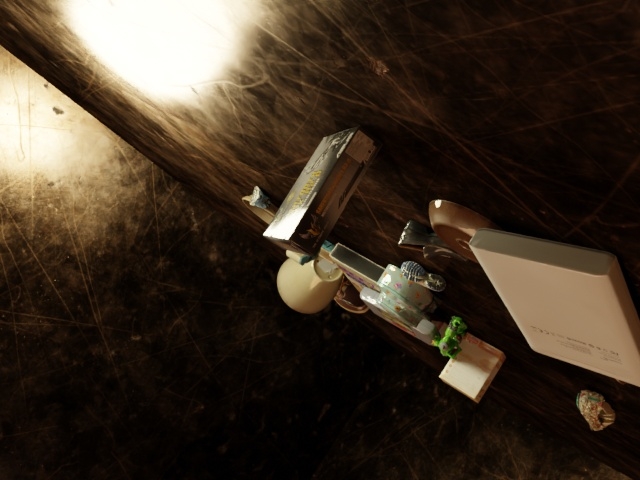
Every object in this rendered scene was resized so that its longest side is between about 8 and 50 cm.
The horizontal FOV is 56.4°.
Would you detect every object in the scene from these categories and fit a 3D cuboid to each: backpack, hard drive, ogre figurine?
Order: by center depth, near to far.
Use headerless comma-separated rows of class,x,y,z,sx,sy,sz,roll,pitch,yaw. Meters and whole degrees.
hard drive,0.421,0.119,1.024,0.233,0.047,0.353,15,154,47
backpack,0.247,0.158,1.748,0.165,0.144,0.188,35,170,35
ogre figurine,0.437,0.323,1.987,0.096,0.118,0.197,34,170,3

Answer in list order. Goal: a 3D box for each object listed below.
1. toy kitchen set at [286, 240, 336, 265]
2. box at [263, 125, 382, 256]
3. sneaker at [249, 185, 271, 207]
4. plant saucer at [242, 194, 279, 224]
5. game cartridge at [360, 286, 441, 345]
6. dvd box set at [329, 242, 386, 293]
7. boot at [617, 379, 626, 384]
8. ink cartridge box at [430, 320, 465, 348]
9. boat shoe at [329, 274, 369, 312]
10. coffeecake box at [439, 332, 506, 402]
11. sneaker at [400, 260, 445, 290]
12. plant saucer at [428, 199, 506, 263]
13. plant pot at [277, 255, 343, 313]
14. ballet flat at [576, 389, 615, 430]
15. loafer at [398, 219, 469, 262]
toy kitchen set,0.000,0.000,2.071,0.122,0.166,0.207,32,-153,19
box,-0.001,-0.087,1.067,0.056,0.231,0.183,34,173,-18
sneaker,-0.206,-0.147,2.100,0.073,0.064,0.162,20,178,-5
plant saucer,-0.179,-0.092,2.302,0.277,0.041,0.278,35,171,6
game cartridge,0.278,0.266,2.100,0.294,0.060,0.196,28,165,29
dvd box set,0.226,0.176,2.165,0.307,0.062,0.420,29,169,29
boot,0.571,0.223,1.193,0.158,0.059,0.084,49,168,-28
ink cartridge box,0.462,0.349,2.226,0.099,0.056,0.135,36,171,-6
boat shoe,0.085,0.211,2.694,0.342,0.123,0.123,36,175,38
coffeecake box,0.520,0.433,2.040,0.142,0.186,0.068,29,169,36
sneaker,0.280,0.104,1.632,0.135,0.052,0.058,31,175,25
plant saucer,0.279,-0.004,1.113,0.198,0.036,0.198,34,170,7
plant pot,-0.015,0.135,2.359,0.256,0.257,0.274,35,154,-5
ballet flat,0.799,0.495,1.710,0.077,0.091,0.241,-2,153,37
loafer,0.241,0.016,1.266,0.170,0.061,0.062,25,166,43
